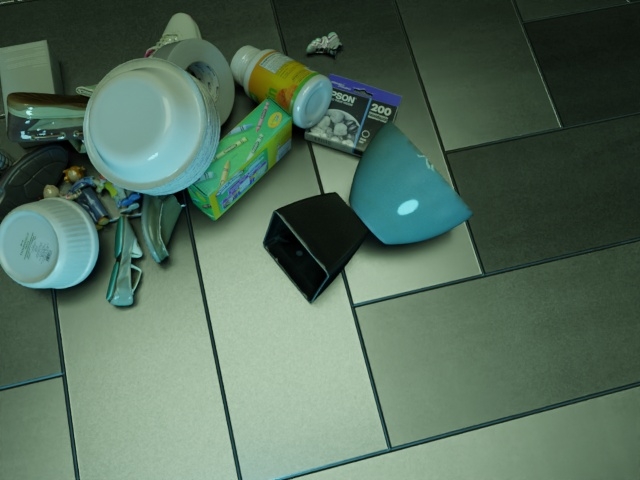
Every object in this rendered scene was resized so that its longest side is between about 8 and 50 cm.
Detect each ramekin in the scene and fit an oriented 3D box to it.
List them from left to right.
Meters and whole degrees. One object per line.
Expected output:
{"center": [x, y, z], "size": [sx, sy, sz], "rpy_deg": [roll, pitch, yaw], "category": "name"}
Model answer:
{"center": [-0.609, 0.008, 1.378], "size": [0.207, 0.109, 0.207], "rpy_deg": [1, 95, 15], "category": "ramekin"}

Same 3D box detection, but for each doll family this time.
{"center": [-0.534, -0.118, 1.479], "size": [0.263, 0.118, 0.163], "rpy_deg": [-30, 83, 7], "category": "doll family"}

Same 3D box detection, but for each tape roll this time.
{"center": [-0.309, -0.369, 1.502], "size": [0.072, 0.219, 0.219], "rpy_deg": [4, 68, 39], "category": "tape roll"}

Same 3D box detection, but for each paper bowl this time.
{"center": [-0.368, -0.243, 1.318], "size": [0.284, 0.148, 0.284], "rpy_deg": [0, 88, 12], "category": "paper bowl"}

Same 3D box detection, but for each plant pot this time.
{"center": [0.000, 0.000, 1.433], "size": [0.167, 0.187, 0.188], "rpy_deg": [-34, 77, -24], "category": "plant pot"}
{"center": [0.180, -0.105, 1.440], "size": [0.195, 0.290, 0.290], "rpy_deg": [-41, 79, 10], "category": "plant pot"}

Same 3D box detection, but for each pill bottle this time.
{"center": [-0.103, -0.389, 1.546], "size": [0.246, 0.136, 0.136], "rpy_deg": [33, 73, 23], "category": "pill bottle"}

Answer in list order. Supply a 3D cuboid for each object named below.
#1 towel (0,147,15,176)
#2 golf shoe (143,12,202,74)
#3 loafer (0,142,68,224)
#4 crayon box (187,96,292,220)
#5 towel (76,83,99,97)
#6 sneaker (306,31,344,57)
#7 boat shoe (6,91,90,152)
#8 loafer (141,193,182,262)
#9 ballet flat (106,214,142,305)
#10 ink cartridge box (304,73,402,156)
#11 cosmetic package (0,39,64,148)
{"center": [-0.868, -0.224, 1.413], "size": [0.284, 0.235, 0.121], "rpy_deg": [30, 83, 7], "category": "towel"}
{"center": [-0.373, -0.453, 1.555], "size": [0.115, 0.140, 0.306], "rpy_deg": [-1, 71, 16], "category": "golf shoe"}
{"center": [-0.723, -0.116, 1.456], "size": [0.095, 0.109, 0.302], "rpy_deg": [24, 71, 31], "category": "loafer"}
{"center": [-0.188, -0.189, 1.479], "size": [0.081, 0.165, 0.278], "rpy_deg": [42, 75, 9], "category": "crayon box"}
{"center": [-0.513, -0.366, 1.532], "size": [0.113, 0.152, 0.023], "rpy_deg": [17, 112, 0], "category": "towel"}
{"center": [0.017, -0.506, 1.655], "size": [0.098, 0.038, 0.069], "rpy_deg": [-32, 77, -12], "category": "sneaker"}
{"center": [-0.556, -0.266, 1.462], "size": [0.123, 0.342, 0.123], "rpy_deg": [31, 115, 35], "category": "boat shoe"}
{"center": [-0.371, -0.072, 1.468], "size": [0.087, 0.094, 0.251], "rpy_deg": [-5, 71, -8], "category": "loafer"}
{"center": [-0.449, 0.047, 1.451], "size": [0.068, 0.072, 0.213], "rpy_deg": [12, 71, -29], "category": "ballet flat"}
{"center": [0.088, -0.324, 1.601], "size": [0.206, 0.045, 0.208], "rpy_deg": [18, 72, 3], "category": "ink cartridge box"}
{"center": [-0.702, -0.358, 1.534], "size": [0.127, 0.107, 0.238], "rpy_deg": [-11, 77, -7], "category": "cosmetic package"}
